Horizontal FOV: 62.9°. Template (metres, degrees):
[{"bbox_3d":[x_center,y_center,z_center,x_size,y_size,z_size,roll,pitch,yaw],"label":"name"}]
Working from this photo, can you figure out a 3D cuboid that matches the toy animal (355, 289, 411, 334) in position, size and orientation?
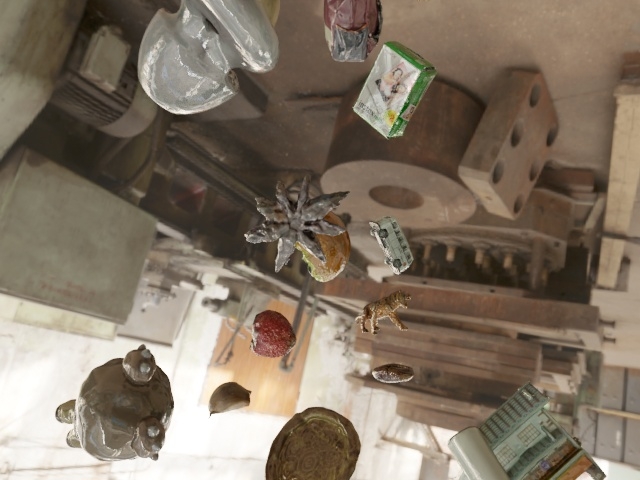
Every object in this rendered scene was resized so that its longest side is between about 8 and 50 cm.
[{"bbox_3d":[0.160,0.225,1.593,0.114,0.116,0.255,7,163,-29],"label":"toy animal"}]

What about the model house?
[{"bbox_3d":[0.452,0.463,1.136,0.215,0.224,0.198,47,-178,15],"label":"model house"}]

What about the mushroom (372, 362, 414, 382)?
[{"bbox_3d":[0.214,0.392,1.543,0.123,0.052,0.123,-2,175,0],"label":"mushroom"}]

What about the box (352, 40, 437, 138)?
[{"bbox_3d":[0.225,-0.454,1.591,0.103,0.250,0.180,-18,-126,-47],"label":"box"}]

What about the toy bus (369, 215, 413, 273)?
[{"bbox_3d":[0.238,0.011,1.721,0.089,0.194,0.087,-28,-168,-9],"label":"toy bus"}]

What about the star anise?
[{"bbox_3d":[-0.043,-0.029,0.973,0.204,0.181,0.061,-4,-168,2],"label":"star anise"}]

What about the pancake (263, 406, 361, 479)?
[{"bbox_3d":[-0.024,0.477,1.139,0.250,0.250,0.031,0,136,43],"label":"pancake"}]

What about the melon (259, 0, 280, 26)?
[{"bbox_3d":[-0.279,-0.810,1.912,0.223,0.317,0.223,28,-160,-11],"label":"melon"}]

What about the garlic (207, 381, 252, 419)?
[{"bbox_3d":[-0.255,0.425,1.425,0.152,0.066,0.084,1,-156,-42],"label":"garlic"}]

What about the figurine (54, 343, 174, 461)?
[{"bbox_3d":[-0.486,0.396,1.206,0.380,0.248,0.203,-27,154,37],"label":"figurine"}]

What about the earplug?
[{"bbox_3d":[-0.189,-0.325,0.853,0.214,0.175,0.325,48,148,-13],"label":"earplug"}]

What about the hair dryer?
[{"bbox_3d":[0.294,0.503,1.067,0.073,0.131,0.236,-4,129,-23],"label":"hair dryer"}]

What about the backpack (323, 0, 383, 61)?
[{"bbox_3d":[0.109,-0.806,1.776,0.197,0.283,0.317,-3,135,-3],"label":"backpack"}]

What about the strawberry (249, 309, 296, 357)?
[{"bbox_3d":[-0.098,0.195,1.087,0.106,0.106,0.106,12,166,3],"label":"strawberry"}]

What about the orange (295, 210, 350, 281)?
[{"bbox_3d":[0.006,0.000,1.541,0.158,0.179,0.237,-20,115,13],"label":"orange"}]
